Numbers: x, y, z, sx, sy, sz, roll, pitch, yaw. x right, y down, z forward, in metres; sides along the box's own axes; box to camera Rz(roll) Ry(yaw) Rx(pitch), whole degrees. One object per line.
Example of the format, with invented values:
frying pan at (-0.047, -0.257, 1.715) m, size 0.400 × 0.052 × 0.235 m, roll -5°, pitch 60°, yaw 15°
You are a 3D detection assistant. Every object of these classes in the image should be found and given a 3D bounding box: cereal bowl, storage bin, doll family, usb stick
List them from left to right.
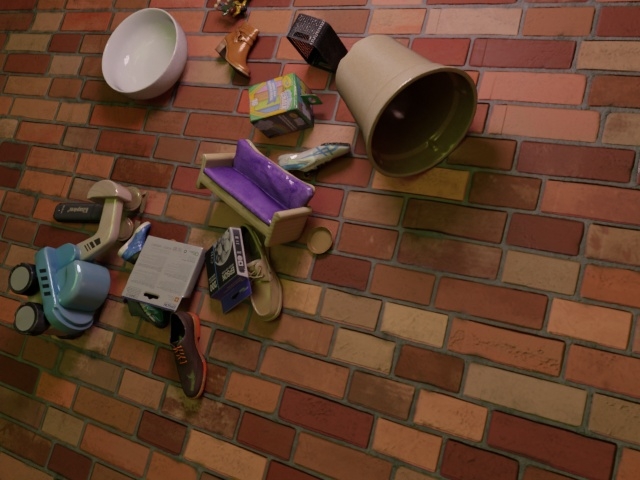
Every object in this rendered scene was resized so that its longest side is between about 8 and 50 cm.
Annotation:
usb stick at (-0.857, -0.101, 2.183) m, size 0.277 × 0.045 × 0.077 m, roll 2°, pitch 77°, yaw 25°
cereal bowl at (-0.613, -0.655, 2.174) m, size 0.338 × 0.141 × 0.339 m, roll -7°, pitch 74°, yaw 23°
doll family at (-0.278, -0.851, 2.115) m, size 0.111 × 0.076 × 0.193 m, roll 30°, pitch 86°, yaw 33°
storage bin at (-0.008, -0.606, 1.859) m, size 0.122 × 0.180 × 0.084 m, roll 28°, pitch 89°, yaw 28°

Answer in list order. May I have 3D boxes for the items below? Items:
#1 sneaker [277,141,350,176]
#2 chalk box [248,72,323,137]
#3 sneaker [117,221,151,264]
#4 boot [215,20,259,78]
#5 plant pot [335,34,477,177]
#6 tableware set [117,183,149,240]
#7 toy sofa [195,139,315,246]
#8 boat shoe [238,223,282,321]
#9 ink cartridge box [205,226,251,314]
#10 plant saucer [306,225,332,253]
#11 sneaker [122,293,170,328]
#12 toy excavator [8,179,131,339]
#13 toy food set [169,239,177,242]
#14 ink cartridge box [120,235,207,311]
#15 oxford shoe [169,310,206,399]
sneaker at (-0.016, -0.244, 1.825) m, size 0.237 × 0.085 × 0.086 m, roll -14°, pitch 95°, yaw 18°
chalk box at (-0.101, -0.426, 1.879) m, size 0.212 × 0.132 × 0.132 m, roll -11°, pitch 71°, yaw 20°
sneaker at (-0.602, 0.014, 2.031) m, size 0.084 × 0.058 × 0.152 m, roll 35°, pitch 66°, yaw 1°
boot at (-0.260, -0.657, 2.054) m, size 0.152 × 0.073 × 0.197 m, roll -43°, pitch 65°, yaw 4°
plant pot at (0.202, -0.396, 1.649) m, size 0.333 × 0.334 × 0.305 m, roll -40°, pitch 53°, yaw 9°
tableware set at (-0.671, -0.092, 2.101) m, size 0.128 × 0.039 × 0.194 m, roll 15°, pitch 88°, yaw 16°
toy sofa at (-0.198, -0.154, 1.803) m, size 0.362 × 0.150 × 0.177 m, roll 38°, pitch 121°, yaw 28°
boat shoe at (-0.193, 0.093, 1.792) m, size 0.109 × 0.098 × 0.303 m, roll -20°, pitch 68°, yaw 19°
ink cartridge box at (-0.282, 0.095, 1.807) m, size 0.206 × 0.045 × 0.208 m, roll -38°, pitch 59°, yaw 49°
plant saucer at (0.000, 0.000, 1.777) m, size 0.083 × 0.015 × 0.084 m, roll -7°, pitch 73°, yaw 24°
sneaker at (-0.565, 0.229, 1.951) m, size 0.223 × 0.083 × 0.098 m, roll 43°, pitch 114°, yaw 34°
toy excavator at (-0.792, 0.070, 2.010) m, size 0.445 × 0.222 × 0.433 m, roll -26°, pitch 68°, yaw 13°
toy food set at (-0.508, 0.041, 1.997) m, size 0.082 × 0.020 × 0.083 m, roll -23°, pitch 68°, yaw 18°
ink cartridge box at (-0.497, 0.108, 1.916) m, size 0.223 × 0.045 × 0.224 m, roll 12°, pitch 69°, yaw 22°
oxford shoe at (-0.416, 0.346, 1.823) m, size 0.096 × 0.098 × 0.272 m, roll -22°, pitch 68°, yaw 18°
